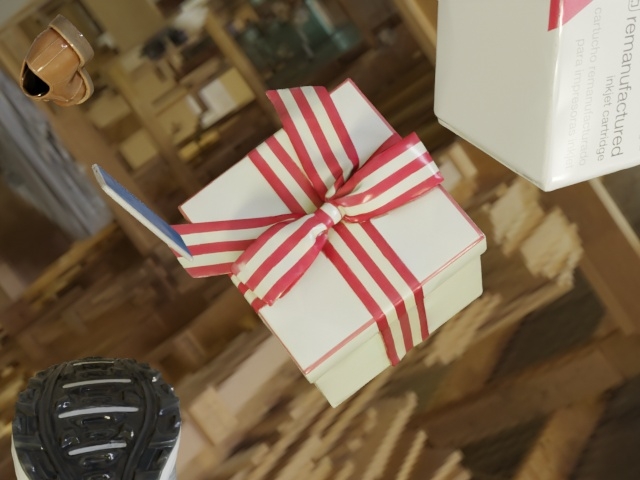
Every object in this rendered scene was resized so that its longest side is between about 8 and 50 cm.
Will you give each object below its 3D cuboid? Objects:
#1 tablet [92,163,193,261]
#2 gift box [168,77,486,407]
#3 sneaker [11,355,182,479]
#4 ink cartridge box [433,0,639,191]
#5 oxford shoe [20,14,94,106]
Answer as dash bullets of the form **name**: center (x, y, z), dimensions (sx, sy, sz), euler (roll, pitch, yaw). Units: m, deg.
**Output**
- **tablet**: center (-0.121, -0.019, 0.884), dimensions (0.006, 0.083, 0.054), euler (-46, -154, 3)
- **gift box**: center (0.000, 0.000, 1.365), dimensions (0.255, 0.276, 0.258), euler (-42, 163, -6)
- **sneaker**: center (-0.122, 0.176, 0.746), dimensions (0.100, 0.108, 0.271), euler (-3, -137, -16)
- **ink cartridge box**: center (0.181, -0.143, 0.626), dimensions (0.237, 0.172, 0.100), euler (-16, -147, -25)
- **oxford shoe**: center (-0.297, -0.182, 1.418), dimensions (0.076, 0.076, 0.212), euler (-45, 179, -12)
